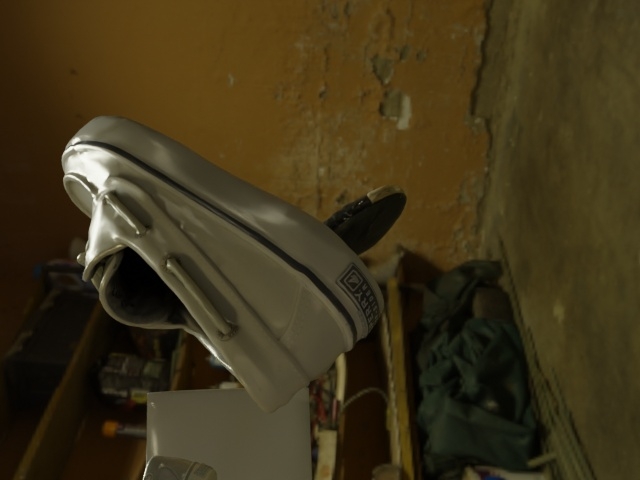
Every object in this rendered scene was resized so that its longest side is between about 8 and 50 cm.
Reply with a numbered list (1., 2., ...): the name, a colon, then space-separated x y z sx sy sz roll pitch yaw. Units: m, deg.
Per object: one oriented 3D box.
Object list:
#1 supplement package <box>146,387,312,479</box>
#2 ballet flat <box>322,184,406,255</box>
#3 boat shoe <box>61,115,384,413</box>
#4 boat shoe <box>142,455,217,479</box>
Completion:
1. supplement package: -0.114 0.299 0.987 0.263 0.199 0.198 108 161 -77
2. ballet flat: 0.000 0.000 0.655 0.057 0.173 0.049 31 -149 -47
3. boat shoe: -0.086 0.008 0.411 0.088 0.267 0.096 -45 -41 -20
4. boat shoe: -0.136 0.261 0.584 0.066 0.063 0.184 8 -82 -79
